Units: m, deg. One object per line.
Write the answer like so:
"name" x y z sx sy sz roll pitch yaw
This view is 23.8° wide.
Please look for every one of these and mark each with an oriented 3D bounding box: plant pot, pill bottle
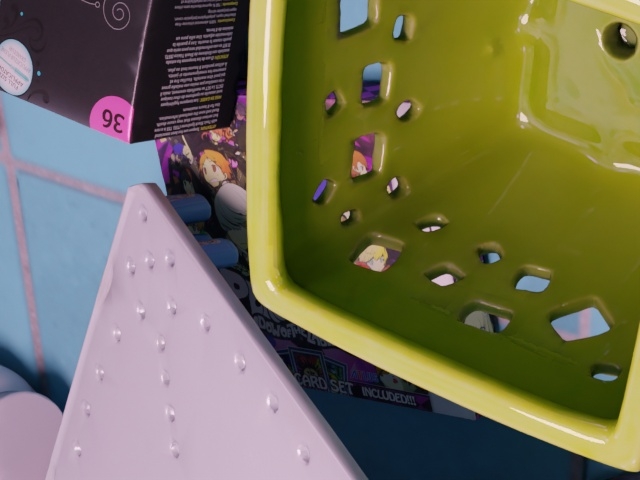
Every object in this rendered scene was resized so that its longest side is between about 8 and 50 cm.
"plant pot" 0.115 -0.066 0.726 0.227 0.207 0.228 24 128 30
"pill bottle" -0.328 0.176 1.292 0.264 0.146 0.146 -8 109 43

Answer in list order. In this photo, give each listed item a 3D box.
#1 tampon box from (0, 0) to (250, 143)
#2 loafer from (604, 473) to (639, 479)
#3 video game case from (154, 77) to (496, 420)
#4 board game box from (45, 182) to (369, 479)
"tampon box" -0.115 -0.155 0.919 0.120 0.101 0.161 22 111 30
"loafer" 0.125 0.250 0.979 0.109 0.095 0.302 46 135 9
"video game case" 0.000 0.000 0.981 0.232 0.042 0.210 7 117 38
"board game box" -0.062 0.225 0.980 0.390 0.050 0.390 51 134 37
